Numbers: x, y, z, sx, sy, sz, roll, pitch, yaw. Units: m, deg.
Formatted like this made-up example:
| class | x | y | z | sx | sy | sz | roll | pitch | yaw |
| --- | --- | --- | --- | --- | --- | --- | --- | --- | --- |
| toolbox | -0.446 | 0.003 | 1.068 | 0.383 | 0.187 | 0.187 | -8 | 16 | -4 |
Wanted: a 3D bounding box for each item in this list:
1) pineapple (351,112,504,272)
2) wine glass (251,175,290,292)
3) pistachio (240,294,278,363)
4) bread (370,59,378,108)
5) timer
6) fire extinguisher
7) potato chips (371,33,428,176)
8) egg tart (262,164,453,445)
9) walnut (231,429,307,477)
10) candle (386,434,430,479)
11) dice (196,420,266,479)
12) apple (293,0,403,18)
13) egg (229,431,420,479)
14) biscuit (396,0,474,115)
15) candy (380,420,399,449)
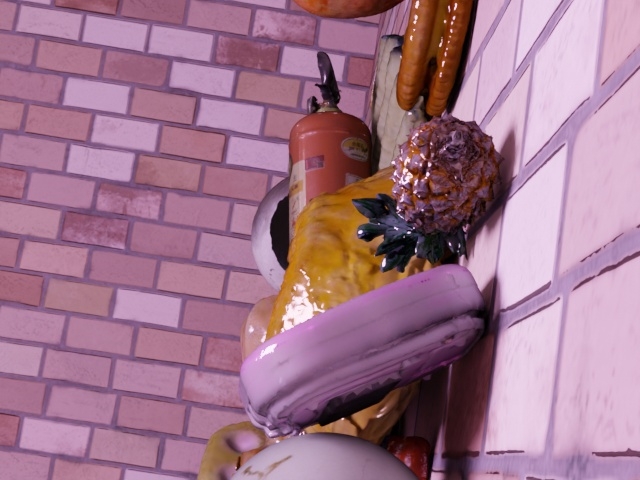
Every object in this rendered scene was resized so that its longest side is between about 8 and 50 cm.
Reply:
| class | x | y | z | sx | sy | sz | roll | pitch | yaw |
| --- | --- | --- | --- | --- | --- | --- | --- | --- | --- |
| pineapple | 0.087 | -0.037 | 0.976 | 0.221 | 0.103 | 0.083 | 103 | 163 | -71 |
| wine glass | 0.000 | 0.000 | 2.006 | 0.323 | 0.238 | 0.238 | 162 | 117 | -87 |
| pistachio | -0.025 | 0.222 | 1.917 | 0.293 | 0.181 | 0.162 | 65 | 164 | -3 |
| bread | 0.114 | -0.238 | 1.855 | 0.077 | 0.070 | 0.083 | -83 | 1 | -74 |
| timer | 0.031 | 0.091 | 0.937 | 0.208 | 0.190 | 0.069 | 106 | 140 | -74 |
| fire extinguisher | 0.011 | -0.047 | 1.637 | 0.200 | 0.113 | 0.376 | 104 | 166 | -72 |
| potato chips | 0.103 | -0.102 | 1.652 | 0.429 | 0.070 | 0.358 | 96 | 177 | -54 |
| egg tart | 0.029 | 0.071 | 1.228 | 0.339 | 0.153 | 0.352 | 111 | 173 | -73 |
| walnut | 0.004 | 0.253 | 1.528 | 0.238 | 0.141 | 0.204 | -38 | 37 | 13 |
| candle | 0.052 | 0.335 | 1.106 | 0.048 | 0.051 | 0.329 | -109 | 27 | -81 |
| dice | -0.068 | 0.415 | 1.736 | 0.227 | 0.238 | 0.233 | -82 | 1 | -63 |
| apple | 0.051 | -0.464 | 1.663 | 0.301 | 0.301 | 0.302 | -171 | 90 | -89 |
| egg | 0.005 | 0.241 | 0.925 | 0.264 | 0.182 | 0.183 | 77 | -160 | -75 |
| biscuit | 0.131 | -0.248 | 1.358 | 0.220 | 0.066 | 0.220 | 11 | -90 | -89 |
| candy | 0.044 | 0.212 | 1.366 | 0.061 | 0.088 | 0.312 | 73 | -162 | -48 |
